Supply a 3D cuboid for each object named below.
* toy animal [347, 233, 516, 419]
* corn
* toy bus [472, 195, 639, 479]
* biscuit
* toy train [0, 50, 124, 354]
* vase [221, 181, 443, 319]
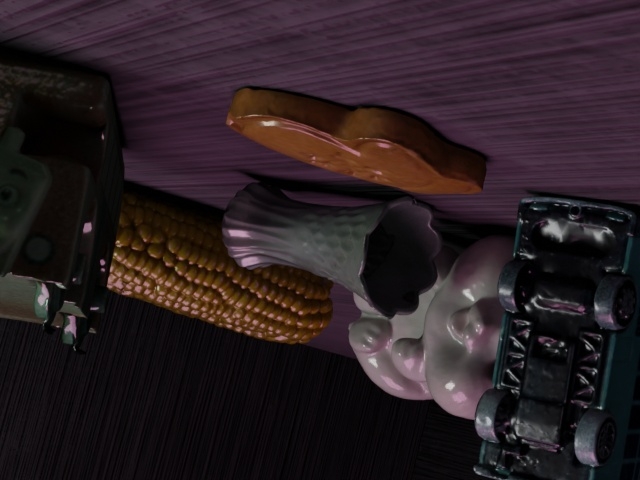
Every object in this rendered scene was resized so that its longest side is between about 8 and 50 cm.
[{"bbox_3d":[0.126,0.066,1.005,0.178,0.127,0.193,18,172,-43],"label":"toy animal"},{"bbox_3d":[-0.107,0.020,1.254,0.310,0.101,0.101,21,171,-30],"label":"corn"},{"bbox_3d":[0.147,0.060,0.800,0.079,0.160,0.092,9,180,35],"label":"toy bus"},{"bbox_3d":[0.021,-0.048,0.728,0.140,0.023,0.118,16,174,-12],"label":"biscuit"},{"bbox_3d":[-0.193,-0.016,0.883,0.129,0.159,0.326,12,170,-3],"label":"toy train"},{"bbox_3d":[0.000,0.000,0.956,0.149,0.081,0.081,12,173,41],"label":"vase"}]
